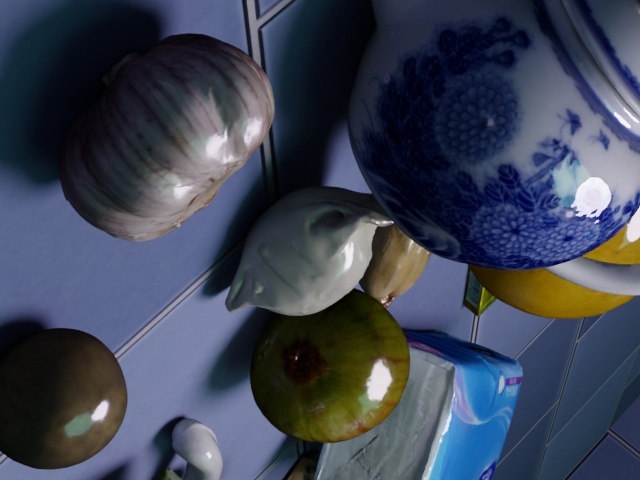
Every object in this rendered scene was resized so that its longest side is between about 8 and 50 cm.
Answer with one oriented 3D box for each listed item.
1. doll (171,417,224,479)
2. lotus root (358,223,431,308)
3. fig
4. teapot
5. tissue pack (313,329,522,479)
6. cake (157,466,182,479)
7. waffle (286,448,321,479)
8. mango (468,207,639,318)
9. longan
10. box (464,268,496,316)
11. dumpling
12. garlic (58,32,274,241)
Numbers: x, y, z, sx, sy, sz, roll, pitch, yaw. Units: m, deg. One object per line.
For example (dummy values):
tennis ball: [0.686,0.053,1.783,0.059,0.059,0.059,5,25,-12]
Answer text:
doll: [-0.128,0.307,1.371,0.252,0.111,0.237,-49,132,9]
lotus root: [0.076,0.004,1.366,0.073,0.062,0.150,-3,131,-32]
fig: [0.033,0.119,1.363,0.151,0.151,0.259,-55,162,11]
teapot: [0.173,-0.114,1.068,0.280,0.424,0.252,-32,-156,26]
tissue pack: [0.123,0.214,1.628,0.263,0.146,0.198,10,97,-67]
cake: [-0.192,0.326,1.238,0.235,0.100,0.099,-39,-158,1]
waffle: [-0.016,0.477,1.668,0.376,0.261,0.114,-55,153,9]
mango: [0.279,-0.128,1.311,0.300,0.232,0.446,-54,167,-60]
longan: [-0.191,0.112,0.980,0.119,0.106,0.106,-17,-171,45]
box: [0.259,0.001,1.764,0.193,0.030,0.121,-41,157,-21]
dumpling: [-0.002,0.000,1.172,0.169,0.100,0.134,-57,173,28]
garlic: [-0.098,-0.067,0.857,0.147,0.102,0.159,-44,-179,-21]
